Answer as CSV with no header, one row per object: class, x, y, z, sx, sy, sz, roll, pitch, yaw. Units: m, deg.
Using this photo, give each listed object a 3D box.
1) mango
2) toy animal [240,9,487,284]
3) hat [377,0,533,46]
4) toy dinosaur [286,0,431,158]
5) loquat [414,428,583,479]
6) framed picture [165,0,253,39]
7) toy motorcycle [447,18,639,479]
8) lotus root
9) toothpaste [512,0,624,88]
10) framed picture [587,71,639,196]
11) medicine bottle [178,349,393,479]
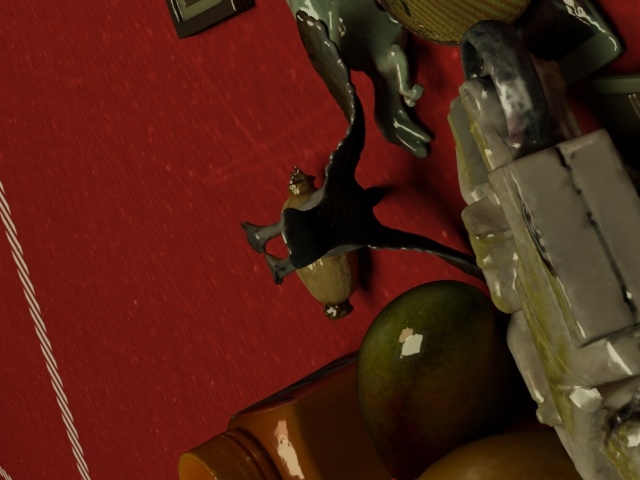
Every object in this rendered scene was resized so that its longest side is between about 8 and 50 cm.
mango,0.094,0.109,0.735,0.267,0.133,0.111,80,167,-54
toy animal,0.014,-0.033,0.752,0.272,0.160,0.197,60,162,-3
hat,0.047,-0.204,0.591,0.193,0.082,0.193,35,142,34
toy dinosaur,0.004,-0.186,0.758,0.242,0.053,0.167,35,144,26
loquat,0.157,0.246,0.657,0.235,0.235,0.235,34,136,40
framed picture,-0.131,-0.292,0.914,0.128,0.023,0.168,-4,107,56
toy motorcycle,0.161,0.032,0.587,0.223,0.108,0.340,67,-177,-72
lotus root,0.000,0.000,0.882,0.073,0.062,0.150,-157,49,-77
toothpaste,0.118,-0.198,0.607,0.062,0.037,0.216,-33,86,50
framed picture,0.236,0.044,0.529,0.211,0.020,0.289,-145,37,-76
medicine bottle,-0.011,0.191,0.872,0.149,0.222,0.112,-27,87,58
